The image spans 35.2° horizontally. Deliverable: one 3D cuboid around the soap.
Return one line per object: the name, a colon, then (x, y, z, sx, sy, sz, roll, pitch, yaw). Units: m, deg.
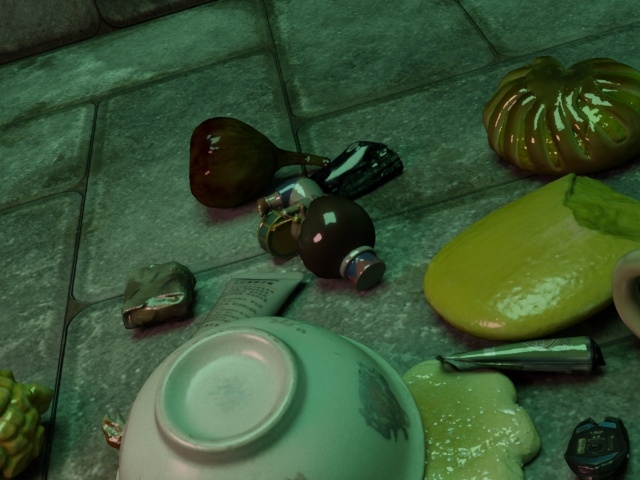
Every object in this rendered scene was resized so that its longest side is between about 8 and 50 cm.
soap: (0.367, 0.016, 1.593, 0.427, 0.115, 0.306, -29, 38, -18)

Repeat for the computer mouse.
computer mouse: (0.355, 0.270, 1.285, 0.079, 0.047, 0.135, -11, 21, 21)

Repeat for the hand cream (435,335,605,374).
hand cream: (0.285, 0.164, 1.440, 0.235, 0.055, 0.086, -1, -8, 12)

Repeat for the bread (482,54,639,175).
bread: (0.465, -0.247, 1.900, 0.333, 0.160, 0.333, -13, 34, 9)

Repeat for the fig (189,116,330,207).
fig: (-0.143, -0.142, 2.083, 0.290, 0.190, 0.190, 15, 19, -30)

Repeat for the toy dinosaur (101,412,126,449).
toy dinosaur: (-0.134, 0.308, 1.416, 0.205, 0.092, 0.393, -38, 51, -23)

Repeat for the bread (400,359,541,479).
bread: (0.144, 0.274, 1.372, 0.316, 0.054, 0.316, -11, 34, 7)

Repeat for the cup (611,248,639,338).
cup: (0.516, 0.093, 1.328, 0.173, 0.202, 0.255, -20, 32, -4)

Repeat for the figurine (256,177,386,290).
figurine: (0.004, -0.008, 1.782, 0.275, 0.161, 0.158, 31, 97, 52)

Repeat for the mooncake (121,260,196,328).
mooncake: (-0.287, 0.103, 1.806, 0.130, 0.073, 0.125, -14, 36, 8)

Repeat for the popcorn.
popcorn: (-0.539, 0.282, 1.558, 0.235, 0.181, 0.216, 8, 39, 27)

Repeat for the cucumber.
cucumber: (0.053, -0.137, 2.009, 0.193, 0.085, 0.115, -35, 38, -15)

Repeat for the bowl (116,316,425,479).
bowl: (-0.094, 0.237, 1.280, 0.435, 0.196, 0.434, -9, 48, 10)

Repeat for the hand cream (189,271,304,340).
hand cream: (-0.146, 0.133, 1.687, 0.140, 0.089, 0.314, 1, 33, 24)
